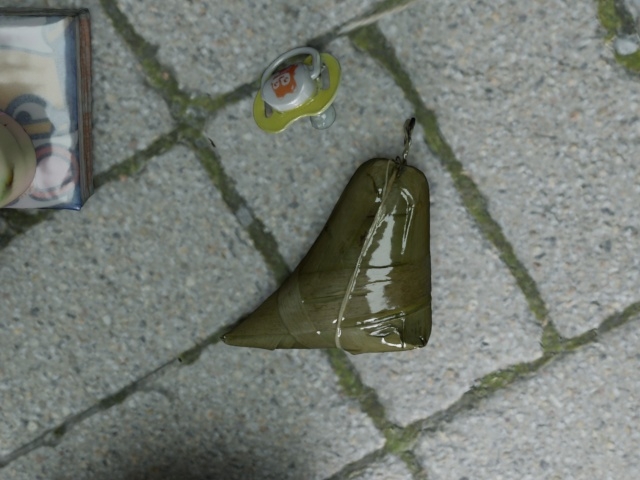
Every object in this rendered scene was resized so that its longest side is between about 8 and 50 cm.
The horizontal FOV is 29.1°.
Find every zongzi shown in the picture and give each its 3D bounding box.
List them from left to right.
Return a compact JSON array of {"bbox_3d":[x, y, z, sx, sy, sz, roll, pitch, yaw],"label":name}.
[{"bbox_3d":[0.000,0.000,0.994,0.178,0.081,0.189,0,102,10],"label":"zongzi"}]

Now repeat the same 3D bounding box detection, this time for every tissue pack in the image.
[{"bbox_3d":[-0.240,-0.104,0.960,0.115,0.065,0.155,2,108,2],"label":"tissue pack"}]

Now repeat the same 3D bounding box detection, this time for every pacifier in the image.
[{"bbox_3d":[-0.012,-0.113,0.972,0.083,0.068,0.064,-24,141,24],"label":"pacifier"}]

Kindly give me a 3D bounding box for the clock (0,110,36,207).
[{"bbox_3d":[-0.382,-0.057,0.914,0.309,0.114,0.284,33,110,2],"label":"clock"}]
